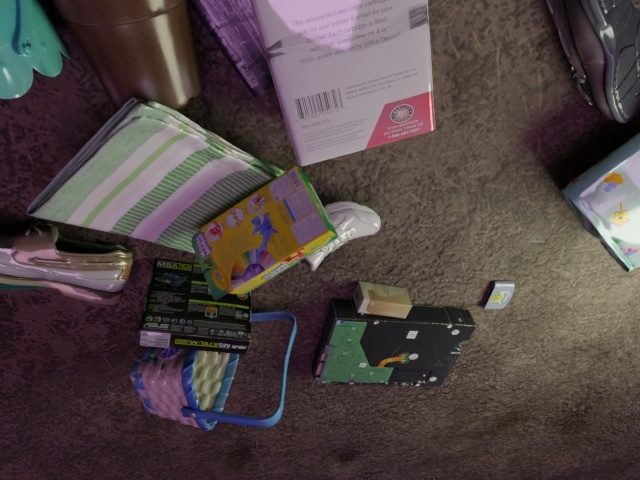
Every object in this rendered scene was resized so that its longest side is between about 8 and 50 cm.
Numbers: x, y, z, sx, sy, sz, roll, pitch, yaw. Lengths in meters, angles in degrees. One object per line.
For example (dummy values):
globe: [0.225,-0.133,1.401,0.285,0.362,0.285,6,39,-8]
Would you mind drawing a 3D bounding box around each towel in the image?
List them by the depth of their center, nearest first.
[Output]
towel: [-0.217,-0.070,0.715,0.247,0.038,0.324,-36,153,20]

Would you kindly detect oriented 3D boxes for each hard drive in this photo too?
hard drive: [0.165,0.250,1.099,0.338,0.064,0.237,4,127,-13]

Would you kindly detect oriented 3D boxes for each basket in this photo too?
basket: [-0.201,0.241,0.914,0.288,0.255,0.201,2,126,4]

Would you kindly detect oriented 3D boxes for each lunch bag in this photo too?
lunch bag: [0.573,-0.094,0.834,0.223,0.160,0.262,-40,129,22]

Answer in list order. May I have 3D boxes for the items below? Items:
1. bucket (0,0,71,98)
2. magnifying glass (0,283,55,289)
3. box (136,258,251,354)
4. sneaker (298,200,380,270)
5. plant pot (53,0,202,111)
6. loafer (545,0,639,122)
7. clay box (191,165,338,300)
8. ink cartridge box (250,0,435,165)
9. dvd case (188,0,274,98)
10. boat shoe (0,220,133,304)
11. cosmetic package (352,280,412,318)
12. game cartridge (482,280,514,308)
bucket: [-0.436,-0.250,0.483,0.280,0.281,0.183,-9,130,-2]
magnifying glass: [-0.528,0.070,0.876,0.230,0.026,0.092,21,122,-21]
box: [-0.224,0.118,0.857,0.190,0.184,0.045,9,124,-16]
sneaker: [0.000,0.000,0.828,0.231,0.115,0.090,-6,152,-9]
plant pot: [-0.229,-0.259,0.582,0.166,0.167,0.165,-8,136,-2]
loafer: [0.414,-0.305,0.701,0.109,0.095,0.302,-52,129,-7]
clay box: [-0.096,-0.006,0.754,0.222,0.128,0.053,-31,160,14]
ink cartridge box: [0.031,-0.266,0.612,0.207,0.117,0.283,-14,130,2]
dvd case: [-0.046,-0.322,0.642,0.221,0.018,0.165,-28,128,13]
boat shoe: [-0.479,0.020,0.794,0.302,0.113,0.103,20,99,-35]
cosmetic package: [0.132,0.128,1.000,0.115,0.060,0.041,9,126,-17]
game cartridge: [0.413,0.127,1.072,0.055,0.017,0.083,-2,128,-13]
